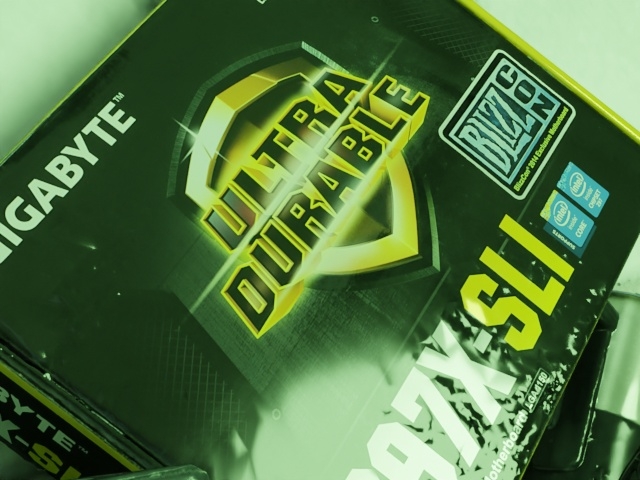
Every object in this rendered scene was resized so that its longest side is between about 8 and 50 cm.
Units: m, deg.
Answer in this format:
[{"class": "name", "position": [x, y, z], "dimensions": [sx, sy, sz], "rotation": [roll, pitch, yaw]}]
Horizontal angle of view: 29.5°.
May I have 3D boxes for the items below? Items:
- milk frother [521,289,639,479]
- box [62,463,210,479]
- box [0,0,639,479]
[{"class": "milk frother", "position": [0.182, 0.096, 0.668], "dimensions": [0.129, 0.143, 0.135], "rotation": [66, 39, -49]}, {"class": "box", "position": [-0.166, 0.172, 0.362], "dimensions": [0.270, 0.143, 0.165], "rotation": [-1, 78, -46]}, {"class": "box", "position": [0.000, 0.000, 0.570], "dimensions": [0.257, 0.079, 0.322], "rotation": [39, 54, -4]}]
